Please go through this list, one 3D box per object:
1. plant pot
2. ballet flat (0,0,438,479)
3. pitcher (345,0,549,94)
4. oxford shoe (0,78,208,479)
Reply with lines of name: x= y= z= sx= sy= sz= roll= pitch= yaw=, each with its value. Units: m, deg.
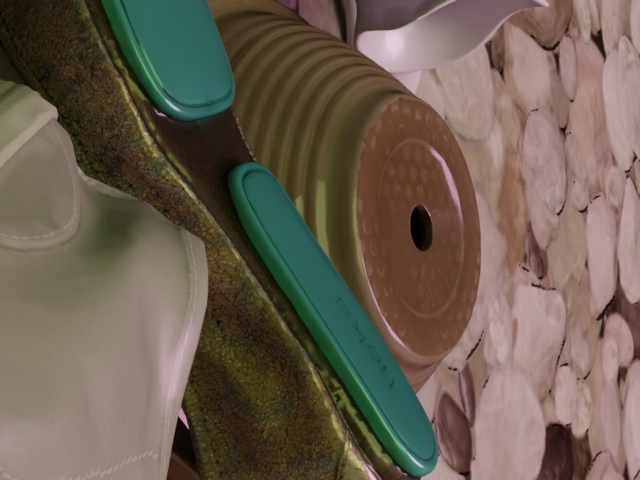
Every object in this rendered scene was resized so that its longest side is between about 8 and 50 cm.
plant pot: x=0.000 y=0.000 z=0.770 sx=0.237 sy=0.110 sz=0.237 roll=14 pitch=73 yaw=-58
ballet flat: x=-0.071 y=-0.022 z=0.638 sx=0.316 sy=0.106 sz=0.107 roll=63 pitch=17 yaw=7
pitcher: x=0.030 y=-0.179 z=0.849 sx=0.125 sy=0.178 sz=0.207 roll=-8 pitch=76 yaw=-20
oxford shoe: x=-0.109 y=0.073 z=0.410 sx=0.130 sy=0.169 sz=0.449 roll=39 pitch=18 yaw=-8
